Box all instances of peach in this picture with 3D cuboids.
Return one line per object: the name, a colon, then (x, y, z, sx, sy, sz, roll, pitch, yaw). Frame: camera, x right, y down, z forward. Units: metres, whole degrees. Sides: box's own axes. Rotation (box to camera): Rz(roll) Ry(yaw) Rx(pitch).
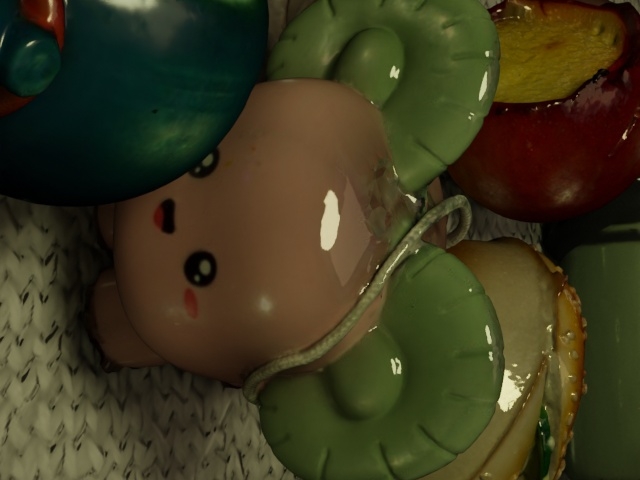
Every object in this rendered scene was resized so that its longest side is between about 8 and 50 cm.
peach: (0.185, -0.117, 1.397, 0.226, 0.196, 0.190, 17, 39, -60)

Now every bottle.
bottle: (0.296, 0.054, 1.581, 0.168, 0.169, 0.346, -4, 90, -60)

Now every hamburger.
hamburger: (0.096, 0.102, 1.196, 0.147, 0.237, 0.236, 26, 58, -16)

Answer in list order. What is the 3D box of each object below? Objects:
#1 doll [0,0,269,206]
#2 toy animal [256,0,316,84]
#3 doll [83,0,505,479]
doll: (-0.147, -0.112, 0.812, 0.322, 0.199, 0.186, 0, 116, -56)
toy animal: (-0.035, -0.204, 1.090, 0.090, 0.195, 0.324, -17, 73, -56)
doll: (0.000, 0.000, 0.970, 0.216, 0.268, 0.284, 15, 73, -50)
